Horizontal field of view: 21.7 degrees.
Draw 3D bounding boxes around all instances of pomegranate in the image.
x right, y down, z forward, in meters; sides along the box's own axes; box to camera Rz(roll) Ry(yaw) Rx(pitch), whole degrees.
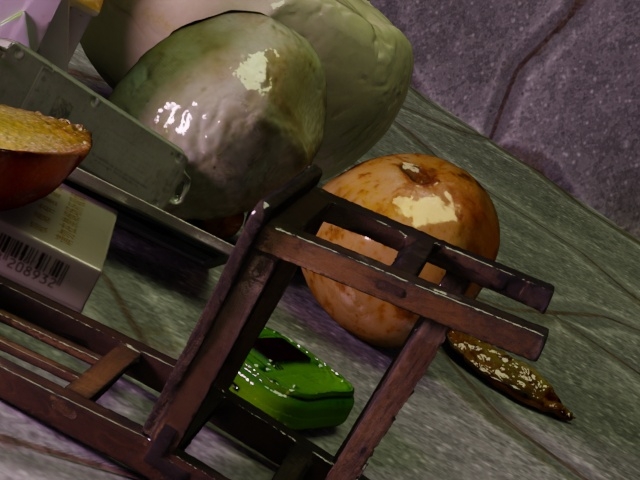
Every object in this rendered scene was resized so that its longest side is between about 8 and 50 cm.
[{"bbox_3d":[0.085,0.017,1.772,0.215,0.215,0.215,27,13,-7],"label":"pomegranate"}]

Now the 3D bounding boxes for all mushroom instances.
[{"bbox_3d":[-0.094,-0.129,1.791,0.267,0.190,0.164,-14,32,-26],"label":"mushroom"}]

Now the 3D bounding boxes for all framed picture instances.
[{"bbox_3d":[-0.182,-0.024,1.643,0.203,0.015,0.150,27,-10,-12],"label":"framed picture"}]

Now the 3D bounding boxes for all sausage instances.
[{"bbox_3d":[-0.123,-0.045,1.888,0.062,0.054,0.183,-7,29,-15],"label":"sausage"}]

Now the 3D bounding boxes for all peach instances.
[{"bbox_3d":[-0.294,-0.077,1.397,0.189,0.068,0.279,29,14,30],"label":"peach"}]

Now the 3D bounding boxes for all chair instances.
[{"bbox_3d":[-0.069,0.048,1.226,0.416,0.241,0.203,30,15,3],"label":"chair"}]

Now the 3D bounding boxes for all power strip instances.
[{"bbox_3d":[-0.234,-0.107,1.615,0.052,0.078,0.272,19,-11,47],"label":"power strip"}]

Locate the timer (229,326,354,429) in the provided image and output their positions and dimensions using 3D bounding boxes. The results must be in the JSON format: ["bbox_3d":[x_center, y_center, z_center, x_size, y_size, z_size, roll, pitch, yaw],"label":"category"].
[{"bbox_3d":[-0.040,0.116,1.451,0.128,0.047,0.140,34,14,27],"label":"timer"}]

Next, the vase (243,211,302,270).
[{"bbox_3d":[0.000,0.000,1.923,0.086,0.086,0.214,35,10,27],"label":"vase"}]

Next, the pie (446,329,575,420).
[{"bbox_3d":[0.203,0.144,1.892,0.191,0.033,0.088,35,19,27],"label":"pie"}]

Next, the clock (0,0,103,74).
[{"bbox_3d":[-0.318,-0.248,1.688,0.166,0.309,0.235,25,13,-21],"label":"clock"}]

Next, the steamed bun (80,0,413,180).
[{"bbox_3d":[-0.100,-0.245,2.197,0.371,0.290,0.456,40,14,27],"label":"steamed bun"}]

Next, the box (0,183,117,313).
[{"bbox_3d":[-0.357,-0.063,1.469,0.365,0.051,0.204,26,13,-10],"label":"box"}]
